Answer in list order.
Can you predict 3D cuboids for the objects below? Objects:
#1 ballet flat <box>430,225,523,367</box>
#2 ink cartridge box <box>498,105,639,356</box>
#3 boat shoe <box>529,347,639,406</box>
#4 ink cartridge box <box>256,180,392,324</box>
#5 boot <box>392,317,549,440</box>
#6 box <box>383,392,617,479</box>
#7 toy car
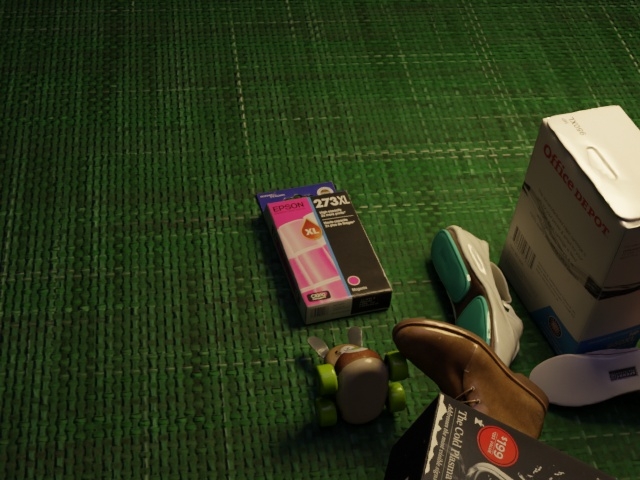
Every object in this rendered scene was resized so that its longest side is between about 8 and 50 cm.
[{"bbox_3d":[0.313,0.131,1.834,0.139,0.139,0.400,-2,46,-7],"label":"ballet flat"},{"bbox_3d":[0.496,-0.004,1.780,0.166,0.395,0.285,-13,50,-16],"label":"ink cartridge box"},{"bbox_3d":[0.515,0.240,1.761,0.267,0.088,0.096,-15,79,11],"label":"boat shoe"},{"bbox_3d":[0.000,0.000,1.961,0.176,0.069,0.371,-10,46,-15],"label":"ink cartridge box"},{"bbox_3d":[0.245,0.239,1.604,0.305,0.112,0.115,34,44,-7],"label":"boot"},{"bbox_3d":[0.242,0.451,1.395,0.312,0.179,0.343,27,43,-5],"label":"box"},{"bbox_3d":[0.051,0.216,1.717,0.155,0.149,0.188,-9,37,-13],"label":"toy car"}]
